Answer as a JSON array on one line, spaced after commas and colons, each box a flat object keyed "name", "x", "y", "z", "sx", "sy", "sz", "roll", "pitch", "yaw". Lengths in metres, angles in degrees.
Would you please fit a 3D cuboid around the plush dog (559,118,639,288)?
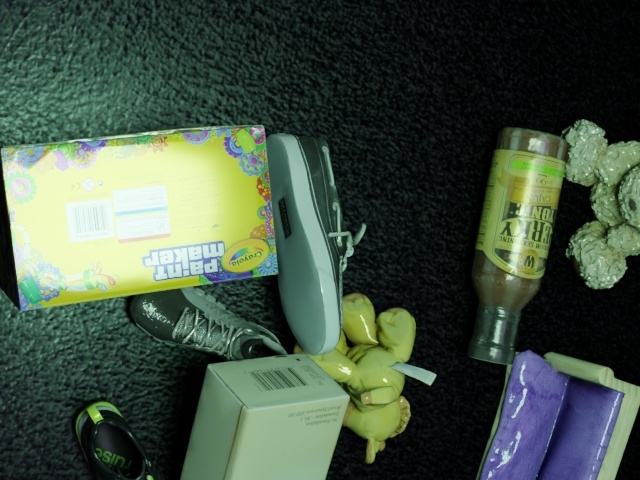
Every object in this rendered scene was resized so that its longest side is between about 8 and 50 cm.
[{"name": "plush dog", "x": 0.495, "y": -0.060, "z": 1.581, "sx": 0.211, "sy": 0.225, "sz": 0.262, "roll": -10, "pitch": 97, "yaw": -21}]

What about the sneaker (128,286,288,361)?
[{"name": "sneaker", "x": -0.134, "y": 0.120, "z": 1.396, "sx": 0.229, "sy": 0.132, "sz": 0.086, "roll": 23, "pitch": 86, "yaw": -22}]

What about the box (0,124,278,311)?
[{"name": "box", "x": -0.236, "y": -0.037, "z": 1.265, "sx": 0.290, "sy": 0.279, "sz": 0.177, "roll": -8, "pitch": 96, "yaw": -20}]

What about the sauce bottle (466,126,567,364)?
[{"name": "sauce bottle", "x": 0.284, "y": 0.009, "z": 1.566, "sx": 0.111, "sy": 0.111, "sz": 0.344, "roll": 9, "pitch": 91, "yaw": -22}]

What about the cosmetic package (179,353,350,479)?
[{"name": "cosmetic package", "x": -0.088, "y": 0.309, "z": 1.367, "sx": 0.160, "sy": 0.113, "sz": 0.309, "roll": -3, "pitch": 117, "yaw": -36}]

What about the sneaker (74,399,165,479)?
[{"name": "sneaker", "x": -0.251, "y": 0.315, "z": 1.382, "sx": 0.084, "sy": 0.097, "sz": 0.234, "roll": -34, "pitch": 105, "yaw": -16}]

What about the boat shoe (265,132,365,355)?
[{"name": "boat shoe", "x": -0.002, "y": 0.001, "z": 1.429, "sx": 0.105, "sy": 0.113, "sz": 0.306, "roll": -2, "pitch": 67, "yaw": -31}]

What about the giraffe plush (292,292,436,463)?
[{"name": "giraffe plush", "x": 0.066, "y": 0.203, "z": 1.481, "sx": 0.181, "sy": 0.210, "sz": 0.170, "roll": -31, "pitch": 139, "yaw": -31}]

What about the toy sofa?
[{"name": "toy sofa", "x": 0.345, "y": 0.355, "z": 1.594, "sx": 0.177, "sy": 0.150, "sz": 0.362, "roll": 21, "pitch": 86, "yaw": -23}]
